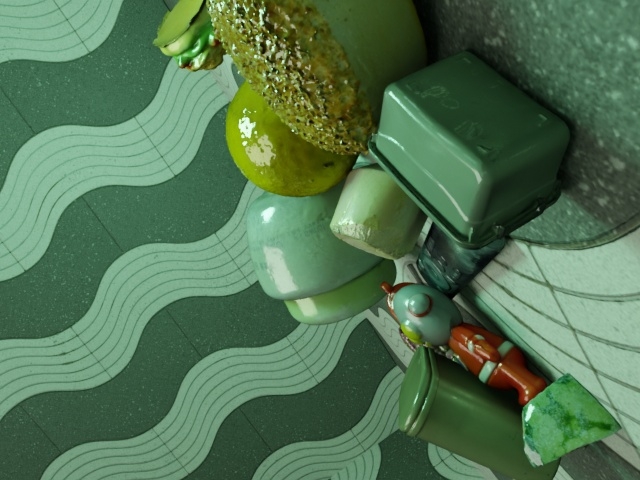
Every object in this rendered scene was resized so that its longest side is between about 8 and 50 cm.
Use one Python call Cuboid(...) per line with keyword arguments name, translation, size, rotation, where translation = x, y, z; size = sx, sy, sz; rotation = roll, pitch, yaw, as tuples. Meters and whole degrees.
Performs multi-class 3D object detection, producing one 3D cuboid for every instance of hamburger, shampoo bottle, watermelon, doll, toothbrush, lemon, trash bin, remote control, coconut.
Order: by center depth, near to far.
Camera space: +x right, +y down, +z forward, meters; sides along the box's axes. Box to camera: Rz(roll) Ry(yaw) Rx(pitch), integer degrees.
Cuboid(name="hamburger", translation=(-0.015, -0.232, 0.558), size=(0.294, 0.179, 0.276), rotation=(58, 178, -22))
Cuboid(name="watermelon", translation=(0.379, 0.258, 0.731), size=(0.158, 0.121, 0.098), rotation=(7, -132, -33))
Cuboid(name="coconut", translation=(0.100, -0.057, 0.792), size=(0.147, 0.153, 0.147), rotation=(24, 173, 3))
Cuboid(name="remote control", translation=(0.213, 0.024, 0.809), size=(0.107, 0.044, 0.377), rotation=(58, 175, 16))
Cuboid(name="lemon", translation=(-0.046, -0.188, 0.850), size=(0.236, 0.236, 0.263), rotation=(57, 180, -10))
Cuboid(name="doll", translation=(0.239, 0.173, 0.887), size=(0.336, 0.105, 0.200), rotation=(37, 177, 27))
Cuboid(name="trash bin", translation=(0.274, 0.311, 0.892), size=(0.247, 0.121, 0.243), rotation=(24, -172, 6))
Cuboid(name="shampoo bottle", translation=(0.000, 0.000, 1.086), size=(0.317, 0.322, 0.322), rotation=(63, 173, -14))
Cuboid(name="toothbrush", translation=(0.263, 0.140, 1.209), size=(0.194, 0.017, 0.014), rotation=(60, 169, -13))
Cuboid(name="hamburger", translation=(-0.307, -0.536, 1.279), size=(0.149, 0.237, 0.237), rotation=(36, -170, -42))

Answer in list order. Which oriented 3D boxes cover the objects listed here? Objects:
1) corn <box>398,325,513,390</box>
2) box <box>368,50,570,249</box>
Cuboid(name="corn", translation=(0.305, 0.280, 1.100), size=(0.335, 0.126, 0.127), rotation=(51, 173, 33))
Cuboid(name="box", translation=(0.133, -0.092, 0.451), size=(0.172, 0.124, 0.093), rotation=(52, 163, 30))
